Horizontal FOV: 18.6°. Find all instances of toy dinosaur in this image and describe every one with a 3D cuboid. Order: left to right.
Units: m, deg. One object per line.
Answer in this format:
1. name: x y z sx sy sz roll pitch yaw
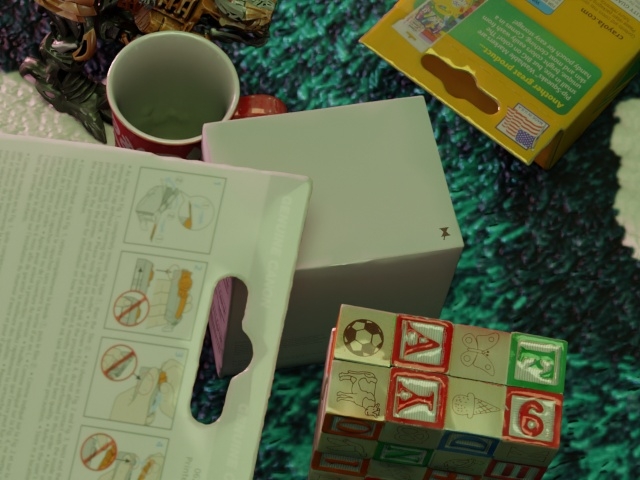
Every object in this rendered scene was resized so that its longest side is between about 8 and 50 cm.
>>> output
1. toy dinosaur: -0.201 -0.230 1.759 0.322 0.218 0.164 33 65 11

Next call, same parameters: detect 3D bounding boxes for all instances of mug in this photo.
1. mug: -0.116 -0.083 1.717 0.150 0.169 0.113 27 62 8

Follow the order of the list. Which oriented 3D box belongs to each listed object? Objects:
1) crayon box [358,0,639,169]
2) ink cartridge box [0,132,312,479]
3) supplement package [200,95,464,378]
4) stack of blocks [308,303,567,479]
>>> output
1. crayon box: 0.208 -0.212 1.867 0.203 0.083 0.323 38 64 14
2. ink cartridge box: -0.212 0.077 1.560 0.385 0.091 0.308 8 73 13
3. supplement package: 0.000 0.000 1.666 0.194 0.203 0.149 -8 63 -10
4. stack of blocks: 0.080 0.160 1.535 0.171 0.297 0.087 9 64 -1
